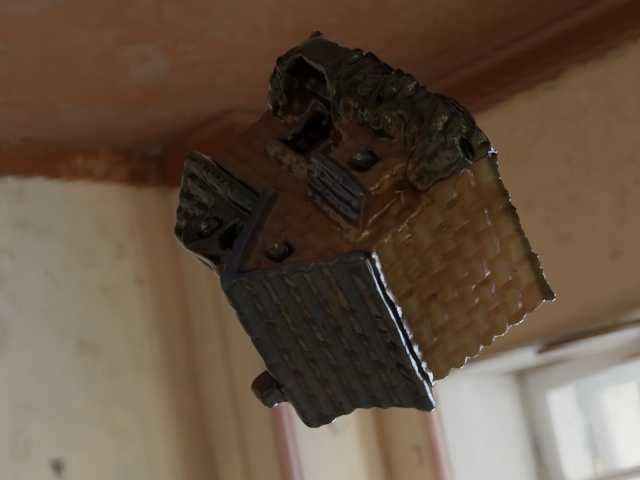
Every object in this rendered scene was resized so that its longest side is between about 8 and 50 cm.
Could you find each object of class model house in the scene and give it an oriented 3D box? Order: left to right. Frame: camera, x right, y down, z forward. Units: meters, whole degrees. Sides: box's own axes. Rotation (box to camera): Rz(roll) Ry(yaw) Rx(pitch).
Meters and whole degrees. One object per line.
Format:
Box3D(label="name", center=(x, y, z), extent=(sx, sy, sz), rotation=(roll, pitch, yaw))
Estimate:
Box3D(label="model house", center=(0.000, 0.000, 0.851), extent=(0.172, 0.183, 0.166), rotation=(-40, 134, -9))
